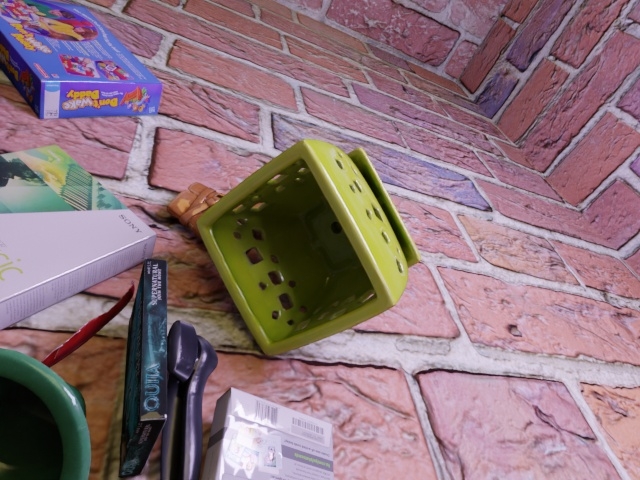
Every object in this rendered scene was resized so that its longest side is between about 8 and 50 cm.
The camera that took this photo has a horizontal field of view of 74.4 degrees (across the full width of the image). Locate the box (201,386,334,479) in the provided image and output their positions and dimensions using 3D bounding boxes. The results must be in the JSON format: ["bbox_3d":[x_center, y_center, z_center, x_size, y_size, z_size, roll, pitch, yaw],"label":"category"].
[{"bbox_3d":[-0.051,0.263,0.431,0.145,0.038,0.186,29,32,-23],"label":"box"}]

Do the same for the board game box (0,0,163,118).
[{"bbox_3d":[-0.529,-0.386,0.875,0.347,0.078,0.233,45,38,20],"label":"board game box"}]

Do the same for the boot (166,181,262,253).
[{"bbox_3d":[-0.156,-0.059,0.749,0.152,0.073,0.197,31,32,8],"label":"boot"}]

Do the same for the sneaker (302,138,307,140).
[{"bbox_3d":[-0.047,-0.238,1.077,0.037,0.032,0.083,16,37,-19],"label":"sneaker"}]

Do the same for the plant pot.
[{"bbox_3d":[0.000,0.000,0.617,0.207,0.227,0.228,-27,88,-57],"label":"plant pot"}]

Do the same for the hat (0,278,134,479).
[{"bbox_3d":[-0.267,0.167,0.409,0.208,0.183,0.173,-29,91,-6],"label":"hat"}]

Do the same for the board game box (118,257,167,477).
[{"bbox_3d":[-0.187,0.129,0.447,0.026,0.126,0.186,9,40,-28],"label":"board game box"}]

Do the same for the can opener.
[{"bbox_3d":[-0.154,0.184,0.469,0.073,0.059,0.186,36,35,-42],"label":"can opener"}]

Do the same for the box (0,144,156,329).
[{"bbox_3d":[-0.407,-0.005,0.514,0.232,0.058,0.322,39,35,11],"label":"box"}]
